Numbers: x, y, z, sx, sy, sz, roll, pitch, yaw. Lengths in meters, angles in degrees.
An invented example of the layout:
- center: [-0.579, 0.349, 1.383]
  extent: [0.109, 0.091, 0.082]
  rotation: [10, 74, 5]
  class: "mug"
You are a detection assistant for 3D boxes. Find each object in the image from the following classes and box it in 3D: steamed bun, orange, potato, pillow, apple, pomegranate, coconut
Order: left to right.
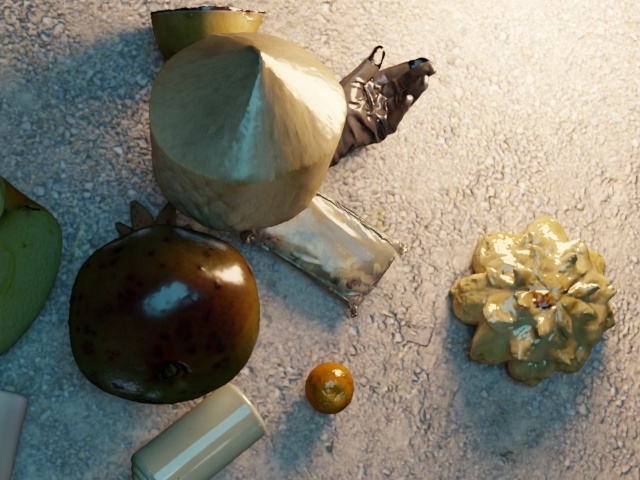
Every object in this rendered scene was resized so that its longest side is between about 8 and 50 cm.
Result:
- center: [-0.542, 0.061, 1.616]
  extent: [0.254, 0.179, 0.346]
  rotation: [43, 70, -1]
  class: "apple"
- center: [-0.246, 0.099, 1.679]
  extent: [0.291, 0.323, 0.290]
  rotation: [-10, 114, -23]
  class: "pomegranate"
- center: [-0.182, -0.311, 1.781]
  extent: [0.182, 0.202, 0.117]
  rotation: [-1, 97, -23]
  class: "potato"
- center: [-0.108, -0.172, 1.658]
  extent: [0.329, 0.329, 0.328]
  rotation: [3, 80, -14]
  class: "coconut"
- center: [0.000, 0.000, 1.834]
  extent: [0.255, 0.059, 0.169]
  rotation: [36, 76, -7]
  class: "pillow"
- center: [0.014, 0.236, 1.788]
  extent: [0.083, 0.070, 0.083]
  rotation: [-2, 96, -18]
  class: "orange"
- center: [0.379, 0.093, 1.877]
  extent: [0.296, 0.137, 0.292]
  rotation: [20, 73, -8]
  class: "steamed bun"

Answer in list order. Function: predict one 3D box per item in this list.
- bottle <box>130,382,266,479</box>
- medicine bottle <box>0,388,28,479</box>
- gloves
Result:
- center: [-0.205, 0.328, 1.697]
  extent: [0.245, 0.104, 0.104]
  rotation: [-37, 91, -18]
  class: "bottle"
- center: [-0.496, 0.309, 1.625]
  extent: [0.103, 0.103, 0.186]
  rotation: [13, 78, -12]
  class: "medicine bottle"
- center: [0.068, -0.224, 1.864]
  extent: [0.286, 0.119, 0.142]
  rotation: [-33, 101, -4]
  class: "gloves"
